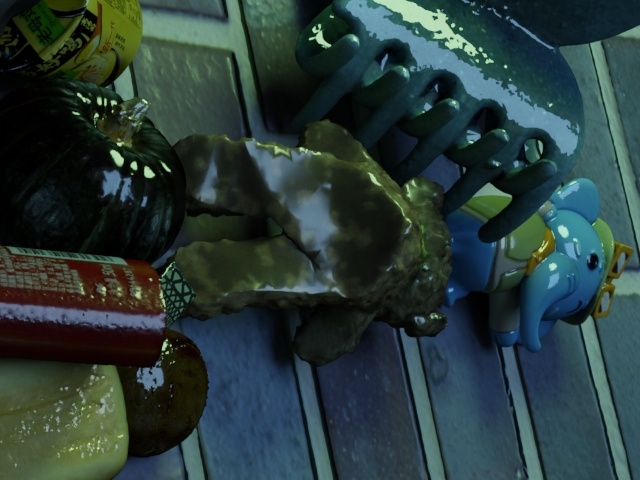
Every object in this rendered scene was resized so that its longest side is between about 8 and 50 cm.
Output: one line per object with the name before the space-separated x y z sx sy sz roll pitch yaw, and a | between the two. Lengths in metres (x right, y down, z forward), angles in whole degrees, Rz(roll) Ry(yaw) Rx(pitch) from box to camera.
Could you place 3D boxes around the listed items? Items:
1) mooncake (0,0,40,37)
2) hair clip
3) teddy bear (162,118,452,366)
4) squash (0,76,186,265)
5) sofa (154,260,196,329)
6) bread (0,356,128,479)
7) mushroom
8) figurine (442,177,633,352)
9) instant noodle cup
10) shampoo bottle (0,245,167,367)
mooncake | -0.325 -0.256 1.490 0.245 0.133 0.245 1 82 -11
hair clip | 0.136 -0.184 1.931 0.318 0.392 0.238 30 59 -17
teddy bear | -0.010 0.001 1.821 0.296 0.222 0.246 -1 76 -5
squash | -0.202 -0.052 1.574 0.193 0.156 0.193 19 49 -24
sofa | -0.167 0.061 1.580 0.039 0.118 0.060 59 37 -15
bread | -0.251 0.149 1.477 0.217 0.098 0.147 -11 93 -53
mushroom | -0.150 0.131 1.635 0.127 0.087 0.127 -9 100 -56
figurine | 0.226 0.033 2.099 0.262 0.154 0.180 -11 91 -35
instant noodle cup | -0.234 -0.199 1.627 0.122 0.151 0.151 29 50 -63
shampoo bottle | -0.276 0.043 1.420 0.314 0.076 0.118 6 26 -23
